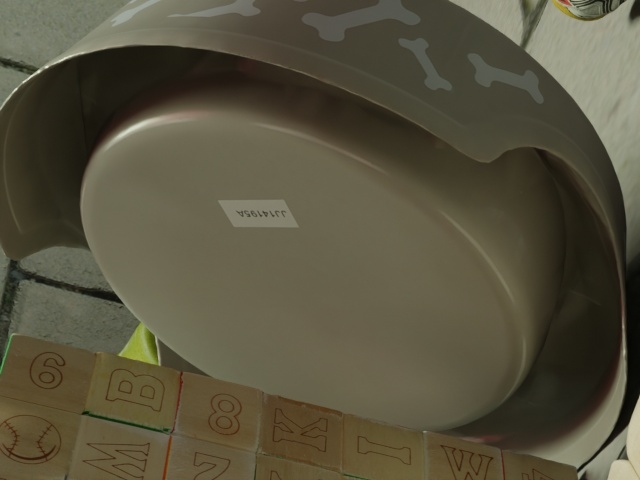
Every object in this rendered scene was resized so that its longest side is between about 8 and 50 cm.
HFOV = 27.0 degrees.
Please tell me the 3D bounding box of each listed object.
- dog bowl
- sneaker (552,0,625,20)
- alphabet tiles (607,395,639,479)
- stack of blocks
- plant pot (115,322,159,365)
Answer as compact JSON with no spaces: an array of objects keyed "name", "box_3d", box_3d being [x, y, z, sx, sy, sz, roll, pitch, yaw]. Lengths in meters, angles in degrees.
[{"name":"dog bowl","box_3d":[0.000,0.000,0.708,0.349,0.349,0.102,116,180,-54]},{"name":"sneaker","box_3d":[0.172,-0.237,0.837,0.092,0.088,0.225,116,168,-60]},{"name":"alphabet tiles","box_3d":[0.148,0.138,0.475,0.284,0.021,0.278,-96,23,-73]},{"name":"stack of blocks","box_3d":[-0.034,0.169,0.680,0.087,0.297,0.171,-87,14,-52]},{"name":"plant pot","box_3d":[-0.159,0.274,1.396,0.353,0.366,0.366,-59,12,20]}]
